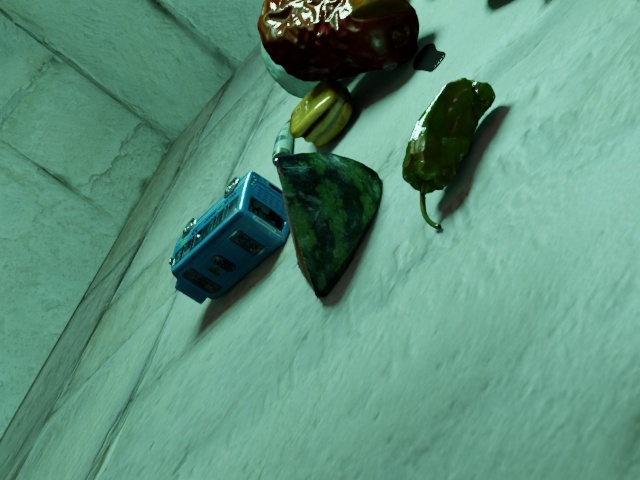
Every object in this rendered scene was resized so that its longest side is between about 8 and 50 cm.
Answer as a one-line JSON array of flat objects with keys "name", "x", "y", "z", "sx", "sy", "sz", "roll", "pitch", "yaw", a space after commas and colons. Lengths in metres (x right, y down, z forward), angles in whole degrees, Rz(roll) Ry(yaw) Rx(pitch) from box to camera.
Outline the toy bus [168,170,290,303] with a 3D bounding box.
[{"name": "toy bus", "x": -0.156, "y": -0.001, "z": 1.655, "sx": 0.246, "sy": 0.113, "sz": 0.134, "roll": -38, "pitch": 27, "yaw": 37}]

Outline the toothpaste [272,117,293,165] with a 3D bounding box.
[{"name": "toothpaste", "x": -0.077, "y": -0.203, "z": 2.014, "sx": 0.062, "sy": 0.039, "sz": 0.239, "roll": -55, "pitch": 12, "yaw": 18}]

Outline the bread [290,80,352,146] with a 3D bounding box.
[{"name": "bread", "x": 0.003, "y": -0.238, "z": 1.783, "sx": 0.116, "sy": 0.077, "sz": 0.200, "roll": -50, "pitch": 14, "yaw": 15}]

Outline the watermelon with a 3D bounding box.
[{"name": "watermelon", "x": 0.018, "y": -0.007, "z": 1.304, "sx": 0.202, "sy": 0.136, "sz": 0.207, "roll": 70, "pitch": -163, "yaw": -65}]

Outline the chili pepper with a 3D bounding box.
[{"name": "chili pepper", "x": 0.135, "y": -0.106, "z": 1.117, "sx": 0.073, "sy": 0.072, "sz": 0.204, "roll": -21, "pitch": 35, "yaw": 59}]

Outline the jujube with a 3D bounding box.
[{"name": "jujube", "x": 0.031, "y": -0.381, "z": 1.715, "sx": 0.216, "sy": 0.216, "sz": 0.342, "roll": -55, "pitch": 39, "yaw": -7}]

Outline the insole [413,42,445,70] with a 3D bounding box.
[{"name": "insole", "x": 0.174, "y": -0.295, "z": 1.550, "sx": 0.053, "sy": 0.002, "sz": 0.153, "roll": -51, "pitch": 15, "yaw": 6}]

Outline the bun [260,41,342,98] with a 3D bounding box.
[{"name": "bun", "x": 0.010, "y": -0.477, "z": 2.035, "sx": 0.362, "sy": 0.211, "sz": 0.362, "roll": -45, "pitch": 17, "yaw": 18}]
